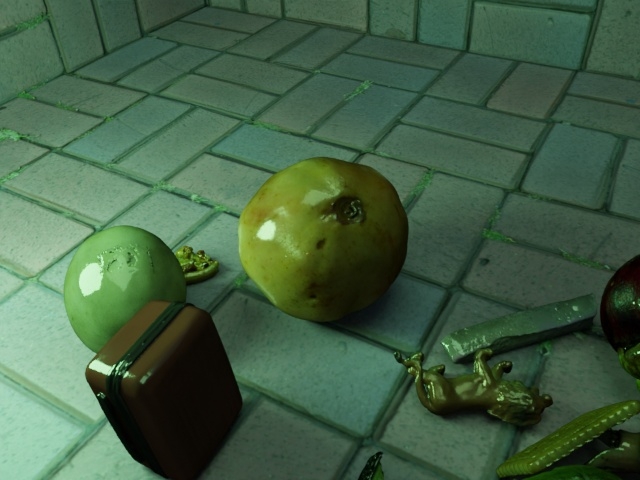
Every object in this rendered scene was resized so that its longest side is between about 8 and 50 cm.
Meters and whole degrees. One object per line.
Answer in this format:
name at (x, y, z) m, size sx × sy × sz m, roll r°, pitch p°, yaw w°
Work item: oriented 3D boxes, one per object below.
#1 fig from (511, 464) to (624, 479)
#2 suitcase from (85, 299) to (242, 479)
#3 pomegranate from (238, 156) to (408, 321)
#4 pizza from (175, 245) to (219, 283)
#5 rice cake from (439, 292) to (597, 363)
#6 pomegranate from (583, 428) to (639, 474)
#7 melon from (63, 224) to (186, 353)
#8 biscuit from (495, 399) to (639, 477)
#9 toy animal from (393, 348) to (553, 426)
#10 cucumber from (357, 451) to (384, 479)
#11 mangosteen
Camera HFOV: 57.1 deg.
fig at (0.400, 0.434, 0.920) m, size 0.203 × 0.235 × 0.203 m, roll -39°, pitch 23°, yaw 20°
suitcase at (-0.283, 0.281, 1.112) m, size 0.161 × 0.297 × 0.236 m, roll 9°, pitch 40°, yaw 26°
pomegranate at (0.000, 0.000, 1.401) m, size 0.412 × 0.411 × 0.411 m, roll -1°, pitch 39°, yaw 1°
pizza at (-0.364, 0.064, 1.574) m, size 0.175 × 0.046 × 0.134 m, roll -15°, pitch 41°, yaw -14°
rice cake at (0.463, 0.205, 1.348) m, size 0.399 × 0.064 × 0.070 m, roll -13°, pitch 50°, yaw -12°
pomegranate at (0.640, 0.355, 0.997) m, size 0.323 × 0.290 × 0.291 m, roll 24°, pitch 46°, yaw 38°
melon at (-0.442, 0.118, 1.341) m, size 0.269 × 0.268 × 0.330 m, roll -10°, pitch 48°, yaw -10°
biscuit at (0.449, 0.359, 1.070) m, size 0.255 × 0.172 × 0.029 m, roll -22°, pitch 70°, yaw -16°
toy animal at (0.312, 0.308, 1.211) m, size 0.312 × 0.097 × 0.157 m, roll -2°, pitch 46°, yaw 3°
cucumber at (0.070, 0.481, 1.037) m, size 0.046 × 0.070 × 0.220 m, roll -21°, pitch 22°, yaw 45°
mangosteen at (0.733, 0.180, 1.188) m, size 0.306 × 0.306 × 0.359 m, roll 11°, pitch 52°, yaw 16°
